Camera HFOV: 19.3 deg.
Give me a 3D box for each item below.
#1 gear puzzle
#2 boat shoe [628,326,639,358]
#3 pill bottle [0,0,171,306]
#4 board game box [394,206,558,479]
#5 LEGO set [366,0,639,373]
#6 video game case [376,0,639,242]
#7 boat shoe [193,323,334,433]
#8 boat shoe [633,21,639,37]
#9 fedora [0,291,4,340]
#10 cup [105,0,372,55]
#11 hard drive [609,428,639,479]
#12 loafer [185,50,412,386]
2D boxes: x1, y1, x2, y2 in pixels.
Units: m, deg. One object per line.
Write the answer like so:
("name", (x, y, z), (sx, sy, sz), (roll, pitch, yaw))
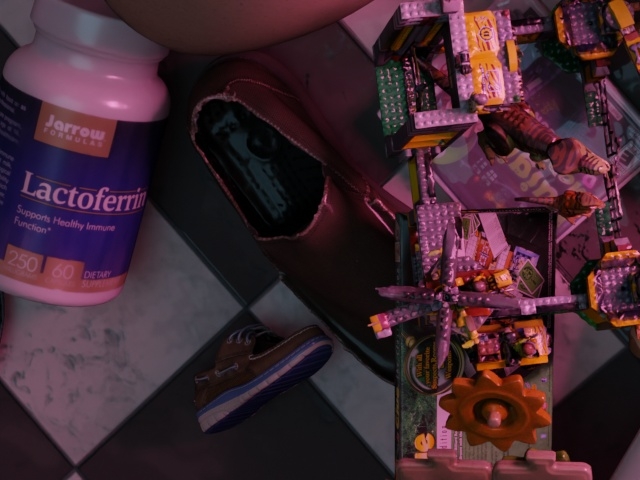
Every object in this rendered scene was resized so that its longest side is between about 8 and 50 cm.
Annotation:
("gear puzzle", (0.145, 0.216, 1.555), (0.175, 0.044, 0.339), (0, 135, 12))
("boat shoe", (0.401, 0.068, 1.520), (0.302, 0.109, 0.098), (10, 106, 23))
("pill bottle", (-0.220, -0.087, 1.675), (0.153, 0.153, 0.264), (20, 107, 14))
("board game box", (0.130, 0.101, 1.587), (0.136, 0.030, 0.259), (-2, 103, -10))
("LEGO set", (0.162, -0.063, 1.455), (0.255, 0.192, 0.331), (2, 84, -5))
("video game case", (0.170, -0.095, 1.608), (0.173, 0.022, 0.190), (-43, 86, 22))
("boat shoe", (-0.062, 0.112, 1.690), (0.183, 0.066, 0.066), (-36, 72, 40))
("boat shoe", (0.301, -0.112, 1.544), (0.048, 0.056, 0.153), (-19, 84, 12))
("fedora", (-0.471, 0.048, 1.791), (0.334, 0.152, 0.334), (4, 102, 18))
("cup", (-0.072, -0.283, 1.522), (0.331, 0.331, 0.237), (46, 139, 5))
("hard drive", (0.340, 0.229, 1.551), (0.203, 0.040, 0.307), (30, 131, 11))
("loafer", (0.000, 0.000, 1.626), (0.366, 0.130, 0.134), (47, 111, 2))
